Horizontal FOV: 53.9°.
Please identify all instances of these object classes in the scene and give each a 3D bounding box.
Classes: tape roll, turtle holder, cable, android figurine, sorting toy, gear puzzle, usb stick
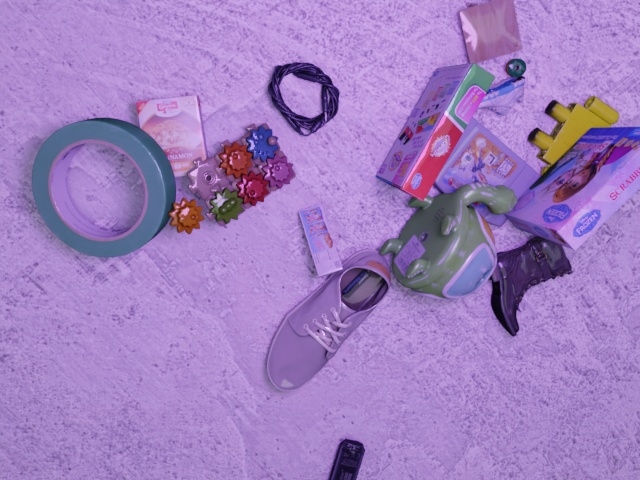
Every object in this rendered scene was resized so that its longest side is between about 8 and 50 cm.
[{"bbox_3d":[-0.503,-0.122,1.470,0.321,0.077,0.321,2,108,7],"label":"tape roll"},{"bbox_3d":[0.329,-0.001,1.580,0.227,0.243,0.320,29,78,-25],"label":"turtle holder"},{"bbox_3d":[-0.040,-0.359,1.540,0.150,0.047,0.184,-39,103,1],"label":"cable"},{"bbox_3d":[0.688,-0.246,1.659,0.273,0.056,0.248,31,96,-11],"label":"android figurine"},{"bbox_3d":[0.415,-0.529,1.560,0.132,0.046,0.274,-16,106,4],"label":"sorting toy"},{"bbox_3d":[-0.219,-0.136,1.503,0.339,0.044,0.175,-36,111,-18],"label":"gear puzzle"},{"bbox_3d":[0.055,0.691,1.768,0.077,0.045,0.278,15,99,-3],"label":"usb stick"}]

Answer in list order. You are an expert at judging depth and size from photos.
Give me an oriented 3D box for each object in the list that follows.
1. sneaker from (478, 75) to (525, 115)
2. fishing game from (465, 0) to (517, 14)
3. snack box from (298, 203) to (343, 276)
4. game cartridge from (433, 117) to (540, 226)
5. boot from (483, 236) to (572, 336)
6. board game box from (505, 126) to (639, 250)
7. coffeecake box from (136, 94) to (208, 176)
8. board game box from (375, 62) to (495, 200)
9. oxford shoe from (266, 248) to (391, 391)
[{"bbox_3d":[0.443,-0.348,1.588,0.191,0.071,0.083,-23,116,-15],"label":"sneaker"},{"bbox_3d":[0.459,-0.695,1.544,0.189,0.041,0.264,4,110,-7],"label":"fishing game"},{"bbox_3d":[0.000,0.000,1.592,0.064,0.022,0.178,-17,77,-1],"label":"snack box"},{"bbox_3d":[0.404,-0.177,1.635,0.297,0.062,0.198,36,91,-13],"label":"game cartridge"},{"bbox_3d":[0.571,0.111,1.696,0.229,0.091,0.263,-18,101,-3],"label":"boot"},{"bbox_3d":[0.620,-0.135,1.482,0.066,0.318,0.318,44,93,-10],"label":"board game box"},{"bbox_3d":[-0.350,-0.247,1.510,0.142,0.068,0.185,-8,102,-4],"label":"coffeecake box"},{"bbox_3d":[0.262,-0.262,1.502,0.064,0.242,0.316,28,97,-14],"label":"board game box"},{"bbox_3d":[0.018,0.211,1.624,0.169,0.130,0.449,39,95,-15],"label":"oxford shoe"}]
